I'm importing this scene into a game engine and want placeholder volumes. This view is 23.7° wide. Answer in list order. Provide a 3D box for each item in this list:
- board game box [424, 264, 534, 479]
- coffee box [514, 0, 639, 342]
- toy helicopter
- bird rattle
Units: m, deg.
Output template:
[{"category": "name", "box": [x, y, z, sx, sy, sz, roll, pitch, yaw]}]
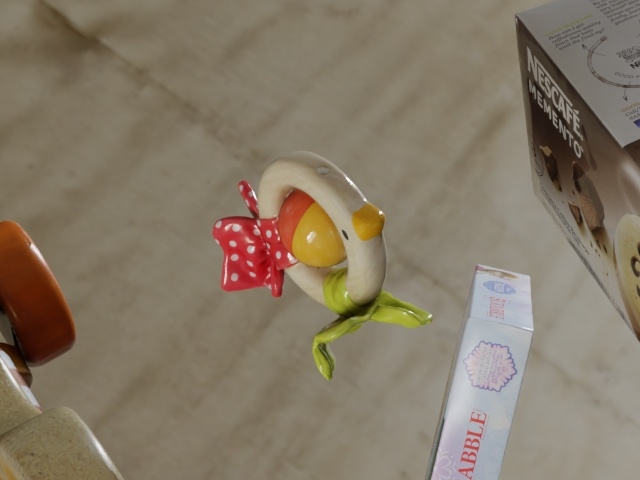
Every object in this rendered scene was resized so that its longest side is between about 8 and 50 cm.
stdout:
[{"category": "board game box", "box": [0.148, 0.204, 1.542, 0.318, 0.066, 0.318, -47, -30, -80]}, {"category": "coffee box", "box": [0.239, -0.025, 0.969, 0.119, 0.297, 0.168, -20, -48, -6]}, {"category": "toy helicopter", "box": [-0.141, 0.123, 0.735, 0.140, 0.235, 0.355, -27, 10, -18]}, {"category": "bird rattle", "box": [0.000, 0.000, 1.484, 0.143, 0.253, 0.207, -21, -40, -26]}]
